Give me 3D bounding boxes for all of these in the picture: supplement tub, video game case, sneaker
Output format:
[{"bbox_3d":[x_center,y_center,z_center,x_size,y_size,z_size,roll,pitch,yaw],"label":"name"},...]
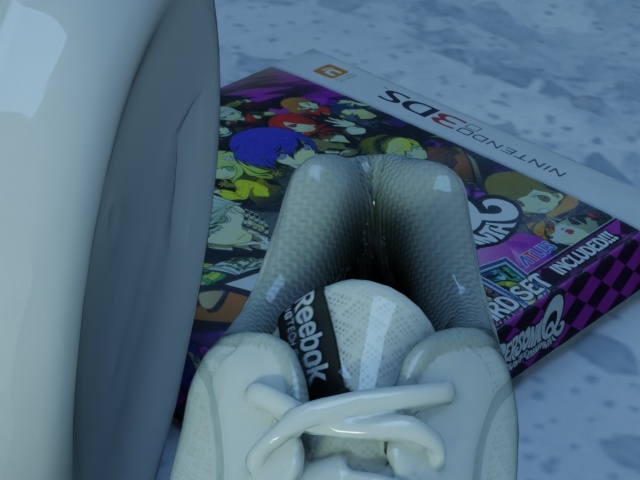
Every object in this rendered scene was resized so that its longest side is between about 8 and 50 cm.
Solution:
[{"bbox_3d":[-0.204,-0.013,0.525,0.316,0.228,0.228,9,31,5],"label":"supplement tub"},{"bbox_3d":[0.000,0.000,0.719,0.210,0.042,0.232,27,37,32],"label":"video game case"},{"bbox_3d":[-0.002,0.084,0.381,0.110,0.118,0.292,7,33,-1],"label":"sneaker"}]
